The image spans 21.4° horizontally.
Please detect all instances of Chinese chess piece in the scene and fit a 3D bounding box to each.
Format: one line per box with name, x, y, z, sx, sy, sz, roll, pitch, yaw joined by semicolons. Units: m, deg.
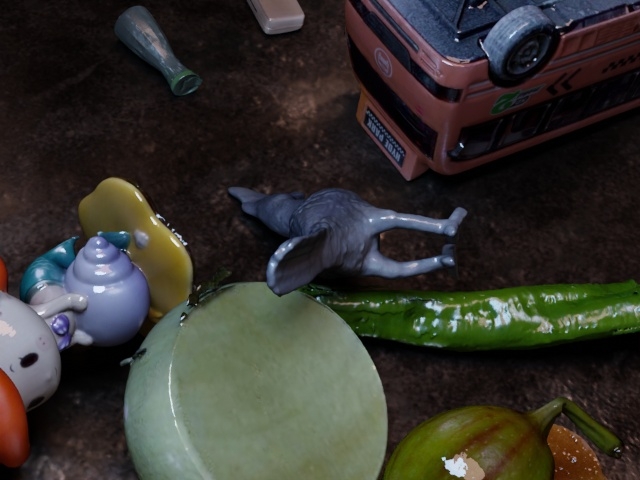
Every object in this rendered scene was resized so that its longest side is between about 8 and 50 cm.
Chinese chess piece;-0.054;0.143;1.400;0.237;0.092;0.238;15;62;-29

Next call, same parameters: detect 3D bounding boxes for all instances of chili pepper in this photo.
chili pepper;0.136;0.067;1.565;0.359;0.076;0.085;-1;23;-14

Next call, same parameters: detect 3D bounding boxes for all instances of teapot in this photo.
teapot;-0.167;-0.194;1.760;0.042;0.043;0.111;-27;61;-28

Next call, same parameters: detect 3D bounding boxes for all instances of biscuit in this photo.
biscuit;0.205;0.217;1.484;0.102;0.019;0.130;-6;51;-15

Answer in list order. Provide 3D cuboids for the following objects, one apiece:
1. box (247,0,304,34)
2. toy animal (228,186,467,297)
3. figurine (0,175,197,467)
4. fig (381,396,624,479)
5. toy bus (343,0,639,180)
box;-0.058;-0.271;1.853;0.048;0.025;0.115;-10;52;-24
toy animal;0.032;0.000;1.511;0.205;0.081;0.367;5;11;-9
figurine;-0.254;0.072;1.437;0.257;0.181;0.208;-32;80;-36
fig;0.140;0.190;1.396;0.148;0.142;0.186;38;85;15
toy bus;0.231;-0.227;1.735;0.426;0.233;0.203;-21;56;-27
